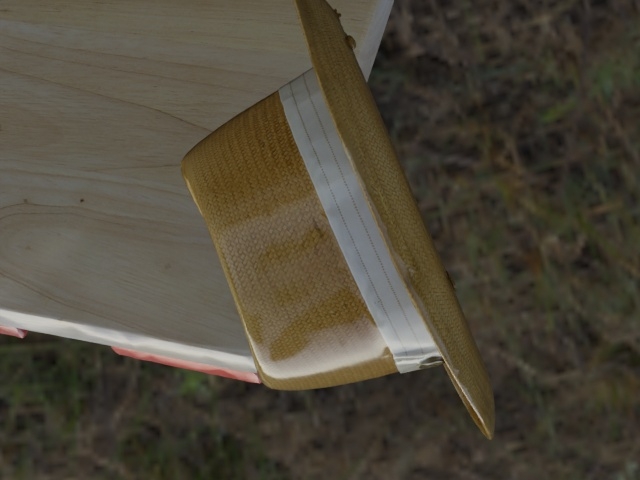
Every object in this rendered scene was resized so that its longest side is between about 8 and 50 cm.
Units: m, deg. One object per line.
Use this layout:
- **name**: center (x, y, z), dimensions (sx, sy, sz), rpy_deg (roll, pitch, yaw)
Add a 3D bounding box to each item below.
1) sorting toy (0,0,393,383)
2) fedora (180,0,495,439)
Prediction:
- **sorting toy**: center (-0.102, -0.054, 1.009), dimensions (0.257, 0.255, 0.089), rpy_deg (9, 155, 20)
- **fedora**: center (0.000, 0.000, 0.666), dimensions (0.079, 0.194, 0.194), rpy_deg (-22, 145, 3)
